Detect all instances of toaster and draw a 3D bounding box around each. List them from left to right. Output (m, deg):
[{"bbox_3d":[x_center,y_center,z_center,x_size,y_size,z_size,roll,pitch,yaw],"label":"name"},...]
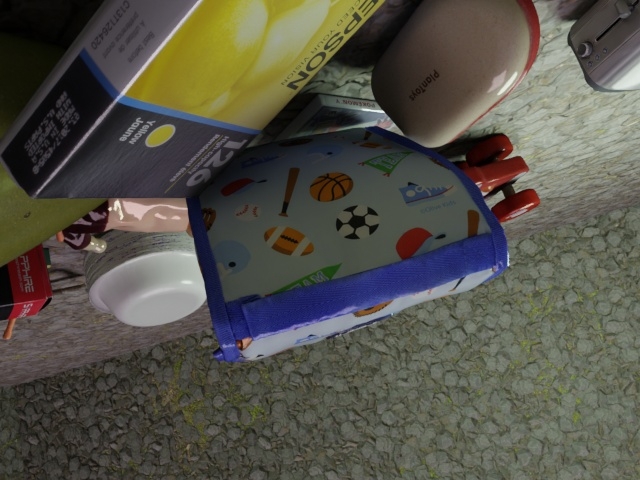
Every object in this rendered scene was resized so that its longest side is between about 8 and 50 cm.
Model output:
[{"bbox_3d":[0.469,-0.293,0.703,0.226,0.129,0.146,-10,163,-14],"label":"toaster"}]

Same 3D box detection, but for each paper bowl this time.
[{"bbox_3d":[-0.362,0.087,1.154,0.284,0.148,0.284,-18,155,-9],"label":"paper bowl"}]

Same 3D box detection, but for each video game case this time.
[{"bbox_3d":[0.018,-0.178,0.895,0.183,0.023,0.201,-4,162,-36],"label":"video game case"}]

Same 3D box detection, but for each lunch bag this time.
[{"bbox_3d":[0.000,0.000,0.682,0.327,0.239,0.385,-16,-159,-12],"label":"lunch bag"}]

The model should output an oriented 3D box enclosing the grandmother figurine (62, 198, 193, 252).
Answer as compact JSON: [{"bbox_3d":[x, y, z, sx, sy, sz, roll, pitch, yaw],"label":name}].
[{"bbox_3d":[-0.363,-0.051,0.866,0.342,0.104,0.208,0,132,-38],"label":"grandmother figurine"}]

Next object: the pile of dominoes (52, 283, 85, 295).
[{"bbox_3d":[-0.709,0.124,1.218,0.251,0.040,0.196,-12,-178,-6],"label":"pile of dominoes"}]

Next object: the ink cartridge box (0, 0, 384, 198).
[{"bbox_3d":[-0.072,-0.155,0.479,0.303,0.072,0.307,-43,169,19],"label":"ink cartridge box"}]

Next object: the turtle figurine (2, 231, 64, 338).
[{"bbox_3d":[-0.497,0.063,0.739,0.217,0.087,0.270,9,129,-40],"label":"turtle figurine"}]

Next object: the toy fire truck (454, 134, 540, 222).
[{"bbox_3d":[0.302,-0.093,1.153,0.253,0.170,0.302,-15,167,-28],"label":"toy fire truck"}]

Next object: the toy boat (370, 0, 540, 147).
[{"bbox_3d":[0.181,-0.236,0.674,0.151,0.151,0.231,-42,-179,-30],"label":"toy boat"}]

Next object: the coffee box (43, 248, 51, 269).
[{"bbox_3d":[-0.652,0.069,1.120,0.113,0.041,0.184,-4,162,-38],"label":"coffee box"}]

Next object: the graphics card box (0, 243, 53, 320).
[{"bbox_3d":[-0.515,-0.003,0.561,0.370,0.233,0.094,-9,167,-41],"label":"graphics card box"}]

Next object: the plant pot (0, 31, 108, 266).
[{"bbox_3d":[-0.331,-0.088,0.489,0.293,0.275,0.274,-25,175,-40],"label":"plant pot"}]
